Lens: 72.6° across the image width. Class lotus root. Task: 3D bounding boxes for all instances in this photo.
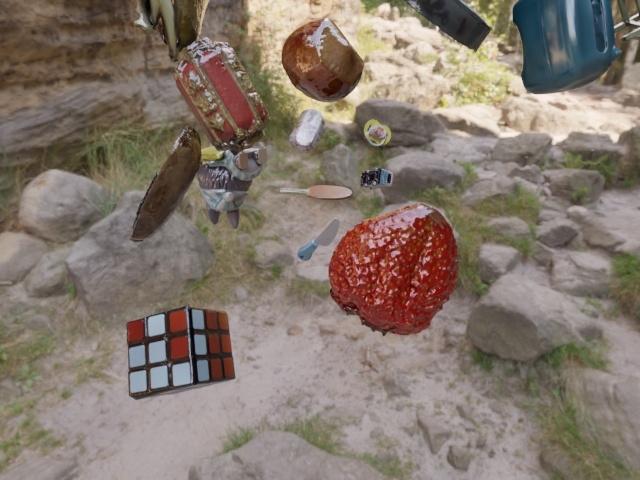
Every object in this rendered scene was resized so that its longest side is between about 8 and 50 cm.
[{"bbox_3d":[-0.368,-0.118,1.065,0.078,0.330,0.167,30,22,-11],"label":"lotus root"}]

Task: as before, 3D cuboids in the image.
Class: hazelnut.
[{"bbox_3d":[0.002,-0.332,0.825,0.154,0.143,0.143,38,-2,-35],"label":"hazelnut"}]

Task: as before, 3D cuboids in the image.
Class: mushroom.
[{"bbox_3d":[-0.330,-0.585,1.065,0.211,0.218,0.292,-28,-4,-43],"label":"mushroom"}]

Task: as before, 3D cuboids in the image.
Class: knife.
[{"bbox_3d":[0.001,0.002,1.463,0.058,0.244,0.032,40,42,-11],"label":"knife"}]

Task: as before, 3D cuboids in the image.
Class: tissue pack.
[{"bbox_3d":[0.653,-0.550,1.158,0.198,0.288,0.206,-13,5,-27],"label":"tissue pack"}]

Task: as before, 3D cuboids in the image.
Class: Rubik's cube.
[{"bbox_3d":[-0.296,0.240,0.934,0.162,0.164,0.160,-14,-17,15],"label":"Rubik's cube"}]

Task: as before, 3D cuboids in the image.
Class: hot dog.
[{"bbox_3d":[-0.047,-0.418,1.664,0.108,0.191,0.059,24,-23,-6],"label":"hot dog"}]

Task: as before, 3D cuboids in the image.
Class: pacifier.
[{"bbox_3d":[0.157,-0.301,1.241,0.083,0.068,0.064,24,2,-14],"label":"pacifier"}]

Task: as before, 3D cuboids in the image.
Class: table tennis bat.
[{"bbox_3d":[-0.010,-0.102,0.925,0.156,0.013,0.087,2,24,0],"label":"table tennis bat"}]

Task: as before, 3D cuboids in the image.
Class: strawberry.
[{"bbox_3d":[0.158,0.053,0.869,0.238,0.289,0.250,40,36,13],"label":"strawberry"}]

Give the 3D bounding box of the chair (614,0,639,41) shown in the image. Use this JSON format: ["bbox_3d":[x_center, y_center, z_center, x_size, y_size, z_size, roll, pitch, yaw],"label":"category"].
[{"bbox_3d":[0.902,-0.670,1.150,0.270,0.147,0.136,-27,24,23],"label":"chair"}]

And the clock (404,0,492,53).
[{"bbox_3d":[0.317,-0.677,1.220,0.385,0.076,0.387,25,37,-20],"label":"clock"}]

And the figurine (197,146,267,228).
[{"bbox_3d":[-0.375,-0.235,1.949,0.266,0.378,0.361,-27,30,-36],"label":"figurine"}]

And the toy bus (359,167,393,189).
[{"bbox_3d":[0.193,-0.209,1.497,0.074,0.060,0.123,9,-3,-24],"label":"toy bus"}]

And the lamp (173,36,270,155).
[{"bbox_3d":[-0.244,-0.352,1.081,0.176,0.274,0.177,-27,13,7],"label":"lamp"}]
